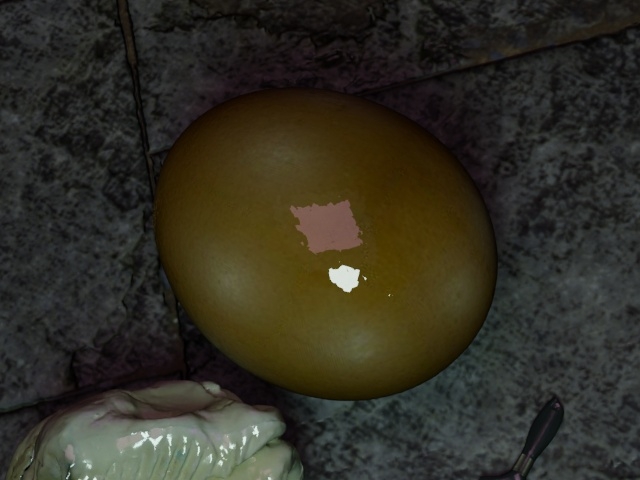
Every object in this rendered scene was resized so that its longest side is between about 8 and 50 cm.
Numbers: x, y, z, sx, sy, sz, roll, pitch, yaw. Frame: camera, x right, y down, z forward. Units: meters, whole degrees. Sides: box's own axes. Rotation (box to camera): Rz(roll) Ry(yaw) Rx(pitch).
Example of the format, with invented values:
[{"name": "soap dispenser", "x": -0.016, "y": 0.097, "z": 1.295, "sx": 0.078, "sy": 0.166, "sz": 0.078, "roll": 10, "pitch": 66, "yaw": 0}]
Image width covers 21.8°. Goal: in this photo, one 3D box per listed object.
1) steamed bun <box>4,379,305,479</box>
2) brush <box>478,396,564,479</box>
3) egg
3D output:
[{"name": "steamed bun", "x": -0.154, "y": 0.252, "z": 1.532, "sx": 0.280, "sy": 0.207, "sz": 0.268, "roll": -5, "pitch": 109, "yaw": -13}, {"name": "brush", "x": 0.182, "y": 0.232, "z": 1.571, "sx": 0.063, "sy": 0.016, "sz": 0.193, "roll": 27, "pitch": 75, "yaw": 20}, {"name": "egg", "x": 0.000, "y": 0.000, "z": 1.562, "sx": 0.351, "sy": 0.282, "sz": 0.282, "roll": 30, "pitch": 76, "yaw": 24}]
